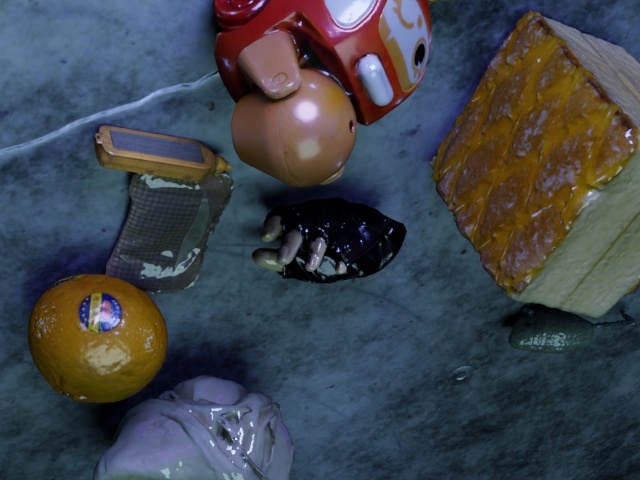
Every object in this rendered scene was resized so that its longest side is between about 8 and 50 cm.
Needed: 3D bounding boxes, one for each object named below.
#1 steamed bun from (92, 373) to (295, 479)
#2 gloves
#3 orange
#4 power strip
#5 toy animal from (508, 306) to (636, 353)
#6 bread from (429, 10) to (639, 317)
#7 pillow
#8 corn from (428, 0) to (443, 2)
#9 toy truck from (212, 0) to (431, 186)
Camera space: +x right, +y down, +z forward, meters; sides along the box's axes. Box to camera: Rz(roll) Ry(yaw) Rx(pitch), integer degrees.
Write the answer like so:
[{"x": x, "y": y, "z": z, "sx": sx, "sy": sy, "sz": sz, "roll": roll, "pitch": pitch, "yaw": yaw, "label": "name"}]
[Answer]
[{"x": -0.177, "y": 0.301, "z": 1.653, "sx": 0.280, "sy": 0.207, "sz": 0.268, "roll": -5, "pitch": 141, "yaw": 18, "label": "steamed bun"}, {"x": 0.000, "y": 0.000, "z": 1.474, "sx": 0.164, "sy": 0.124, "sz": 0.203, "roll": -27, "pitch": 150, "yaw": 29, "label": "gloves"}, {"x": -0.282, "y": 0.124, "z": 1.435, "sx": 0.177, "sy": 0.155, "sz": 0.177, "roll": -1, "pitch": 154, "yaw": 0, "label": "orange"}, {"x": -0.186, "y": -0.100, "z": 1.345, "sx": 0.178, "sy": 0.049, "sz": 0.028, "roll": 7, "pitch": 134, "yaw": -31, "label": "power strip"}, {"x": 0.424, "y": 0.141, "z": 1.856, "sx": 0.253, "sy": 0.079, "sz": 0.070, "roll": -7, "pitch": 135, "yaw": -20, "label": "toy animal"}, {"x": 0.314, "y": -0.092, "z": 1.427, "sx": 0.207, "sy": 0.279, "sz": 0.279, "roll": 9, "pitch": 124, "yaw": -34, "label": "bread"}, {"x": -0.195, "y": -0.010, "z": 1.443, "sx": 0.135, "sy": 0.034, "sz": 0.211, "roll": 0, "pitch": 133, "yaw": -27, "label": "pillow"}, {"x": 0.131, "y": -0.359, "z": 1.221, "sx": 0.080, "sy": 0.080, "sz": 0.238, "roll": -17, "pitch": 140, "yaw": -10, "label": "corn"}, {"x": 0.013, "y": -0.184, "z": 1.217, "sx": 0.265, "sy": 0.239, "sz": 0.189, "roll": -28, "pitch": 138, "yaw": 2, "label": "toy truck"}]
